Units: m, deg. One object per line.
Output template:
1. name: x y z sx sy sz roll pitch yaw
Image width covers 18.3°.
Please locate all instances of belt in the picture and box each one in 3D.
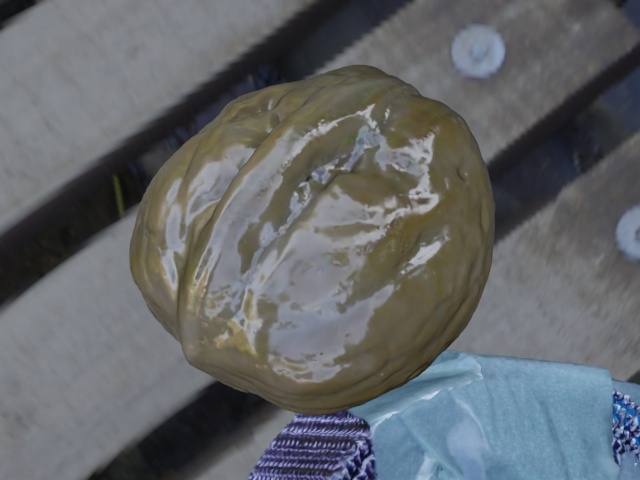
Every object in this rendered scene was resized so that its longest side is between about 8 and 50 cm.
1. belt: 0.094 0.197 1.220 0.325 0.122 0.260 9 79 -36

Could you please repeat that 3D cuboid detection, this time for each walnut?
1. walnut: 0.000 0.000 0.884 0.166 0.149 0.166 -7 51 8
